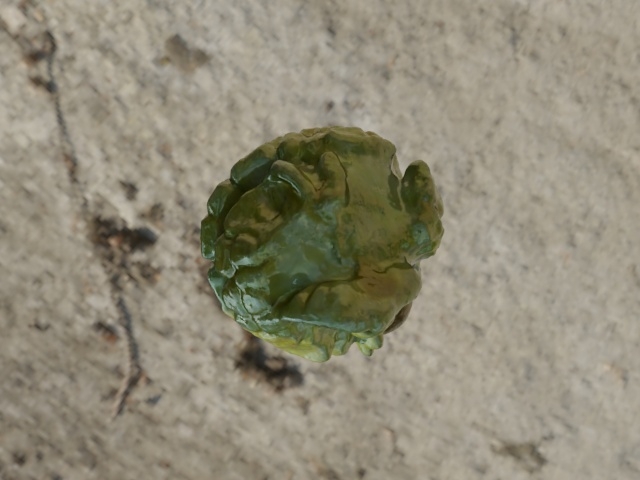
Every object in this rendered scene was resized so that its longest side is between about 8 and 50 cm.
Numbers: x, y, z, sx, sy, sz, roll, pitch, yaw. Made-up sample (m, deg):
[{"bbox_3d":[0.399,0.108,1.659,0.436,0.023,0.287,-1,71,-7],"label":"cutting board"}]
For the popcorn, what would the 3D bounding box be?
[{"bbox_3d":[0.000,0.000,0.742,0.135,0.162,0.141,16,109,5],"label":"popcorn"}]
